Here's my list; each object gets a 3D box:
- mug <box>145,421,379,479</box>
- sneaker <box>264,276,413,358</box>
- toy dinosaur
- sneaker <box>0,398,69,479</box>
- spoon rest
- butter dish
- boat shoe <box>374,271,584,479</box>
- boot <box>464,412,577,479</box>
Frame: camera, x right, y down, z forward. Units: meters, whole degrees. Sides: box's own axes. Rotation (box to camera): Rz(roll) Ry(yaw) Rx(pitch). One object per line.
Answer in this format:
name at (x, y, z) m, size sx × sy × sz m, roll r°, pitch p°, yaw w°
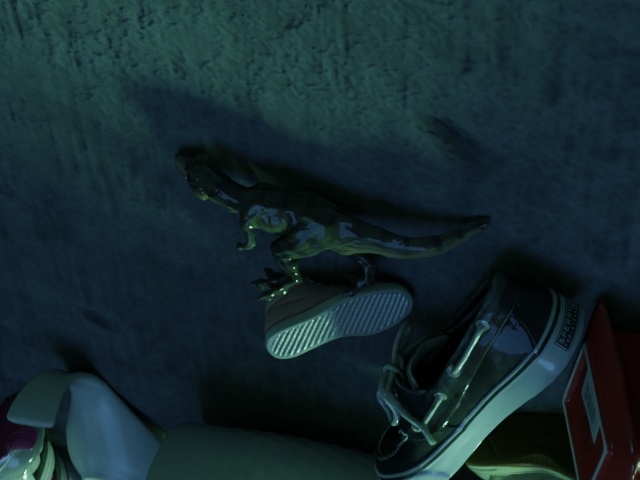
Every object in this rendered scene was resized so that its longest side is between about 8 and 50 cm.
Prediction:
mug at (-0.005, 0.317, 1.742) m, size 0.328 × 0.276 × 0.374 m, roll 7°, pitch 158°, yaw 11°
sneaker at (0.011, 0.053, 1.593) m, size 0.134 × 0.070 × 0.051 m, roll -19°, pitch 127°, yaw 5°
toy dinosaur at (0.000, 0.000, 1.509) m, size 0.268 × 0.064 × 0.118 m, roll 13°, pitch 139°, yaw 6°
sneaker at (-0.327, 0.257, 2.016) m, size 0.111 × 0.103 × 0.252 m, roll 24°, pitch 154°, yaw -6°
spoon rest at (-0.233, 0.205, 1.920) m, size 0.137 × 0.084 × 0.276 m, roll 6°, pitch 157°, yaw 23°
butter dish at (0.276, 0.149, 1.515) m, size 0.118 × 0.160 × 0.160 m, roll -3°, pitch 146°, yaw -6°
boat shoe at (0.105, 0.125, 1.574) m, size 0.105 × 0.113 × 0.306 m, roll 26°, pitch 145°, yaw -12°
boot at (0.252, 0.232, 1.682) m, size 0.213 × 0.077 × 0.165 m, roll -1°, pitch 140°, yaw 37°
